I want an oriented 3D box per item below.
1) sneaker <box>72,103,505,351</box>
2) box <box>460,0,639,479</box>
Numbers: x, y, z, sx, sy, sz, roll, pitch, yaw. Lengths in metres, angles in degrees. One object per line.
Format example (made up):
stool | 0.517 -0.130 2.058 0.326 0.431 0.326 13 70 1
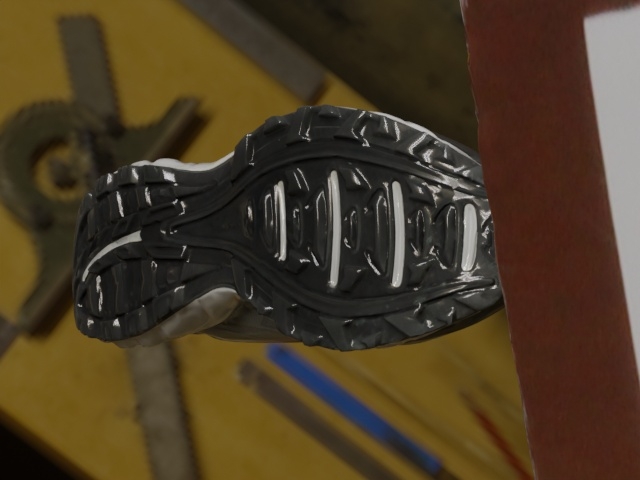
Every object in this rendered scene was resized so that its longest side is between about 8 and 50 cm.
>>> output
sneaker | 0.000 0.000 0.862 0.271 0.108 0.100 -3 83 51
box | 0.211 -0.024 0.508 0.191 0.143 0.381 -7 4 34
